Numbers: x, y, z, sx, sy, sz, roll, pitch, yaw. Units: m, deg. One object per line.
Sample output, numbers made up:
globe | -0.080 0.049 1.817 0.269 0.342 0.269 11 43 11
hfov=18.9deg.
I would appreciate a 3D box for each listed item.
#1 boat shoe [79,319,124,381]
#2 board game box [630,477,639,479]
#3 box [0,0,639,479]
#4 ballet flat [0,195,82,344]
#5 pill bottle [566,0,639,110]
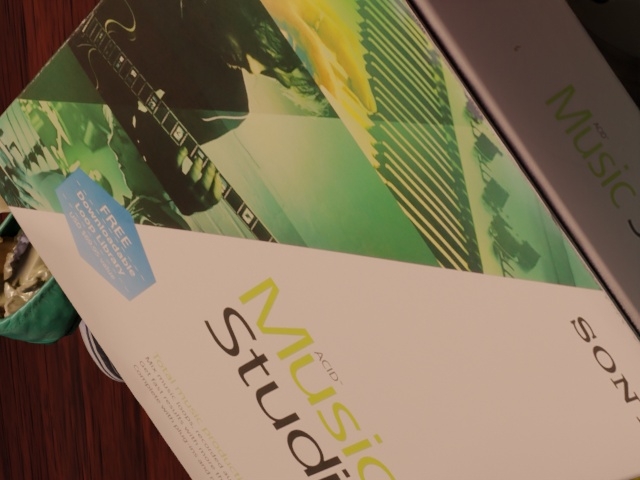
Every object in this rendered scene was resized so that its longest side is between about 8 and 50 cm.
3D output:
boat shoe | -0.116 0.036 1.256 0.083 0.065 0.183 51 146 45
board game box | 0.192 0.106 0.607 0.254 0.079 0.336 147 112 -65
box | 0.000 0.000 0.696 0.232 0.058 0.322 55 148 0
ballet flat | -0.152 -0.027 1.168 0.247 0.087 0.083 -57 49 32
pill bottle | 0.125 -0.116 0.624 0.094 0.094 0.169 59 152 25
